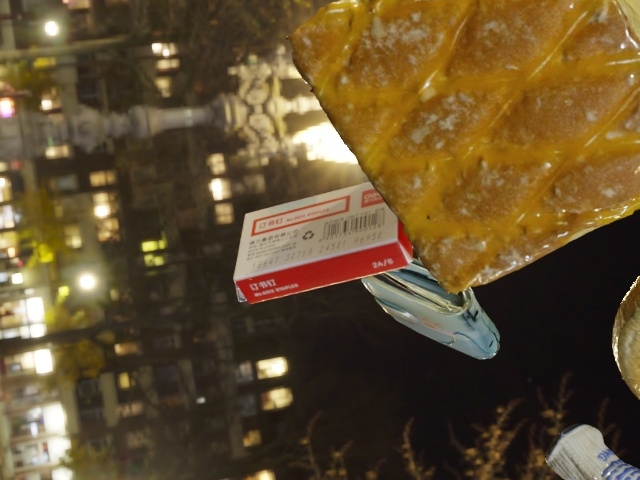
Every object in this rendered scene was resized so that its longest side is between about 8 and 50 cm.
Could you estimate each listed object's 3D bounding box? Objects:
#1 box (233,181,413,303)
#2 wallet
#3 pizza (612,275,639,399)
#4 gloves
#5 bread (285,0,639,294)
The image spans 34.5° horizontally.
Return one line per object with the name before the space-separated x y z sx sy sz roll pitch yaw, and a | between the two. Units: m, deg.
box | 0.000 0.000 1.272 0.123 0.229 0.050 -84 153 -47
wallet | 0.169 0.098 1.535 0.176 0.075 0.250 24 -11 25
pizza | 0.409 0.093 1.027 0.289 0.228 0.081 52 34 -44
gloves | 0.322 0.289 1.068 0.229 0.097 0.119 64 -1 36
bread | 0.169 -0.146 0.887 0.279 0.207 0.279 -32 -83 35
